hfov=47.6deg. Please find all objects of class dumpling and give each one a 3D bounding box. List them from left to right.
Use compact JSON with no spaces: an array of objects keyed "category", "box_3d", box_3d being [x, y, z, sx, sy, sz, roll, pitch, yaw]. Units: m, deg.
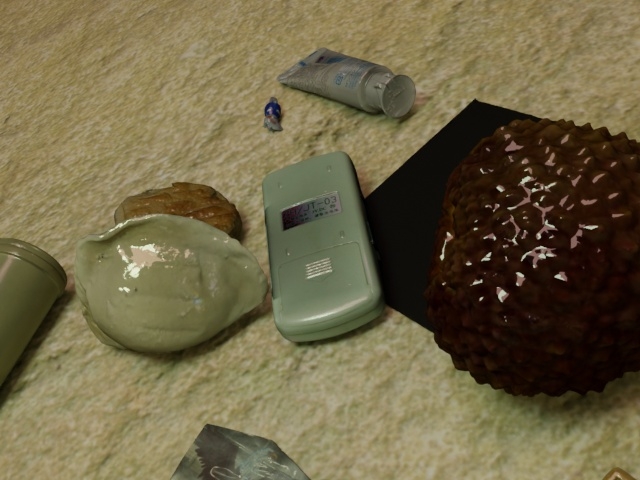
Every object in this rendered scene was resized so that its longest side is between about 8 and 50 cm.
[{"category":"dumpling","box_3d":[-0.197,0.048,0.894,0.252,0.179,0.131,-11,24,15]}]

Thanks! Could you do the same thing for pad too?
[{"category":"pad","box_3d":[0.186,-0.052,0.950,0.367,0.007,0.248,-43,45,-18]}]

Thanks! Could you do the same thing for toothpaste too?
[{"category":"toothpaste","box_3d":[0.040,-0.266,1.197,0.114,0.073,0.299,-38,36,-13]}]

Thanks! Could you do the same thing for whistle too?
[{"category":"whistle","box_3d":[-0.079,-0.213,1.220,0.033,0.029,0.083,12,48,-14]}]

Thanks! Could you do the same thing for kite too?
[{"category":"kite","box_3d":[-0.136,0.323,0.713,0.169,0.015,0.310,13,53,34]}]

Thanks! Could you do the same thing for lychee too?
[{"category":"lychee","box_3d":[0.232,0.018,0.686,0.268,0.267,0.267,-13,43,13]}]

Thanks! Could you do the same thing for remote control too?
[{"category":"remote control","box_3d":[0.000,0.000,0.937,0.140,0.056,0.296,-19,44,9]}]

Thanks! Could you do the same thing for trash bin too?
[{"category":"trash bin","box_3d":[-0.509,0.125,1.016,0.244,0.121,0.247,-1,51,25]}]

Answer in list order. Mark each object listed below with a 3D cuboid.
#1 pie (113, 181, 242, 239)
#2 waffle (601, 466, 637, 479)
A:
[{"category":"pie","box_3d":[-0.204,-0.025,1.042,0.195,0.046,0.195,-2,35,2]},{"category":"waffle","box_3d":[0.241,0.260,0.597,0.135,0.021,0.092,-41,43,-16]}]
